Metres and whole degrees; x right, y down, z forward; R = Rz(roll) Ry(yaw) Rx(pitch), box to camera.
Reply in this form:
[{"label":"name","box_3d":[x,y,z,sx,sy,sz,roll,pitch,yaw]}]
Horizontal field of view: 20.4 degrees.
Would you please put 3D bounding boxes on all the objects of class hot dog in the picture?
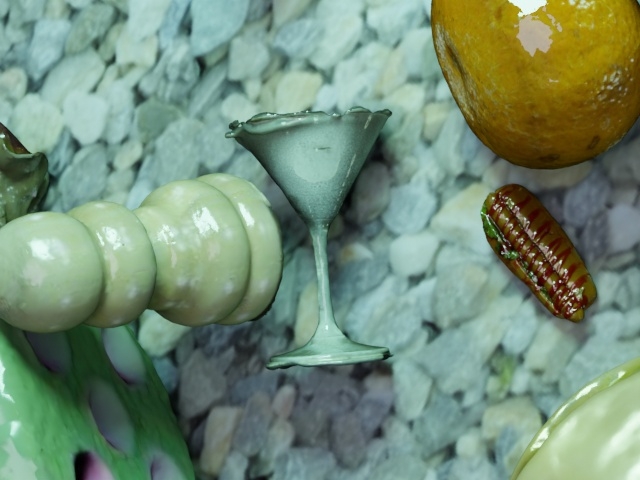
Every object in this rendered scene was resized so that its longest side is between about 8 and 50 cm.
[{"label":"hot dog","box_3d":[0.197,0.012,1.613,0.062,0.038,0.144,-37,76,11]}]

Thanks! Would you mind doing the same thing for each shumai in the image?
[{"label":"shumai","box_3d":[-0.353,-0.022,1.760,0.185,0.218,0.184,-31,87,-30]}]

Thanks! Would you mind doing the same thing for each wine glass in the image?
[{"label":"wine glass","box_3d":[0.000,0.000,1.629,0.156,0.156,0.232,-5,88,17]}]

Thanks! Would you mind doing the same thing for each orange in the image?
[{"label":"orange","box_3d":[0.192,-0.173,1.540,0.170,0.224,0.224,-22,78,-10]}]

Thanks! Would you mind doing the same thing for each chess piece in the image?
[{"label":"chess piece","box_3d":[-0.167,0.017,1.519,0.142,0.260,0.143,5,98,43]}]

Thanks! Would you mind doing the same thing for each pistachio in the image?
[{"label":"pistachio","box_3d":[0.292,0.215,1.468,0.321,0.229,0.238,-30,102,-6]}]

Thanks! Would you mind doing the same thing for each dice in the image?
[{"label":"dice","box_3d":[-0.316,0.224,1.613,0.322,0.330,0.318,-26,73,15]}]
